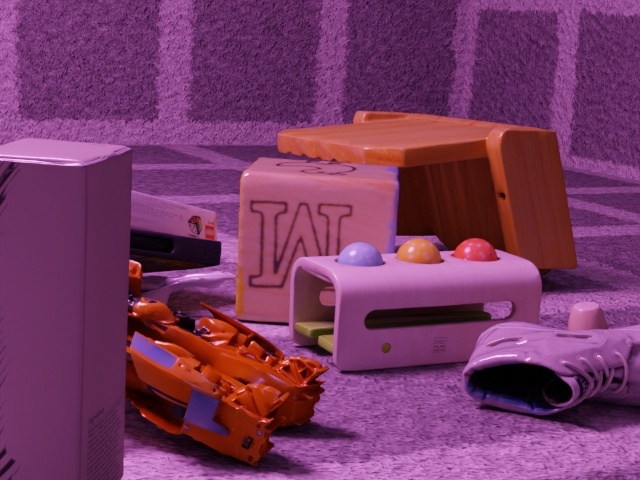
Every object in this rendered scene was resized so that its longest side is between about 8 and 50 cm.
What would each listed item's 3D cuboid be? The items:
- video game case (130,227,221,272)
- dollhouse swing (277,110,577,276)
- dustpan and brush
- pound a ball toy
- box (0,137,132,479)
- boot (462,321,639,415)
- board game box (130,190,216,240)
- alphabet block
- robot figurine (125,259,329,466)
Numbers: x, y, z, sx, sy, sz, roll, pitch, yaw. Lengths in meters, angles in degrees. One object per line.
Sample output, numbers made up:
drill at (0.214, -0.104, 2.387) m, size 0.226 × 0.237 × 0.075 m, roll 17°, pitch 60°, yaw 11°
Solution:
video game case at (-0.293, 0.007, 1.463) m, size 0.248 × 0.035 × 0.274 m, roll 9°, pitch -9°, yaw -37°
dollhouse swing at (0.145, -0.054, 1.909) m, size 0.305 × 0.315 × 0.346 m, roll -26°, pitch 24°, yaw -30°
dustpan and brush at (-0.212, 0.064, 1.570) m, size 0.211 × 0.060 × 0.147 m, roll 3°, pitch 10°, yaw 0°
pound a ball toy at (0.151, 0.071, 1.442) m, size 0.319 × 0.136 × 0.208 m, roll -2°, pitch 11°, yaw -26°
box at (-0.204, 0.066, 0.946) m, size 0.094 × 0.275 × 0.113 m, roll 5°, pitch 10°, yaw 8°
boot at (0.274, 0.141, 1.270) m, size 0.258 × 0.095 × 0.123 m, roll 0°, pitch 16°, yaw 21°
board game box at (-0.313, -0.012, 1.654) m, size 0.305 × 0.053 × 0.193 m, roll -8°, pitch -14°, yaw 36°
alphabet block at (0.000, 0.000, 1.630) m, size 0.197 × 0.194 × 0.192 m, roll 4°, pitch 8°, yaw 3°
robot figurine at (-0.147, 0.097, 1.159) m, size 0.291 × 0.085 × 0.211 m, roll 27°, pitch 16°, yaw 13°
